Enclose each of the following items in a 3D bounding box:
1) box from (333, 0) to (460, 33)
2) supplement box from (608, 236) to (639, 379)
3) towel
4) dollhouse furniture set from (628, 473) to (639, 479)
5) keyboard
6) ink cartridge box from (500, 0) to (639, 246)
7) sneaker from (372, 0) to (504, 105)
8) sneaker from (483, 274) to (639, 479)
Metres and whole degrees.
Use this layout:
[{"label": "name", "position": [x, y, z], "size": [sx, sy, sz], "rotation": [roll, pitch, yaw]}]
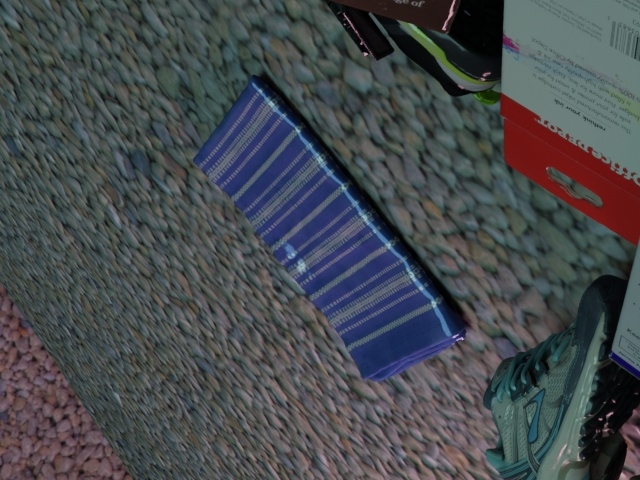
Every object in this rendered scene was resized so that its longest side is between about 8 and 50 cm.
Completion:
[{"label": "box", "position": [0.032, -0.289, 0.668], "size": [0.191, 0.143, 0.381], "rotation": [16, 154, -2]}, {"label": "supplement box", "position": [0.271, 0.013, 0.812], "size": [0.114, 0.111, 0.220], "rotation": [37, 154, 28]}, {"label": "towel", "position": [0.000, 0.000, 1.368], "size": [0.336, 0.040, 0.243], "rotation": [51, 156, 0]}, {"label": "dollhouse furniture set", "position": [0.317, 0.356, 1.151], "size": [0.242, 0.212, 0.161], "rotation": [40, -168, 24]}, {"label": "keyboard", "position": [-0.002, -0.207, 0.991], "size": [0.108, 0.023, 0.180], "rotation": [36, -160, -54]}, {"label": "ink cartridge box", "position": [0.188, -0.115, 0.810], "size": [0.134, 0.078, 0.231], "rotation": [37, 153, 30]}, {"label": "sneaker", "position": [0.049, -0.188, 0.944], "size": [0.234, 0.084, 0.097], "rotation": [49, 159, 4]}, {"label": "sneaker", "position": [0.193, 0.131, 1.079], "size": [0.122, 0.110, 0.283], "rotation": [32, 139, 27]}]
